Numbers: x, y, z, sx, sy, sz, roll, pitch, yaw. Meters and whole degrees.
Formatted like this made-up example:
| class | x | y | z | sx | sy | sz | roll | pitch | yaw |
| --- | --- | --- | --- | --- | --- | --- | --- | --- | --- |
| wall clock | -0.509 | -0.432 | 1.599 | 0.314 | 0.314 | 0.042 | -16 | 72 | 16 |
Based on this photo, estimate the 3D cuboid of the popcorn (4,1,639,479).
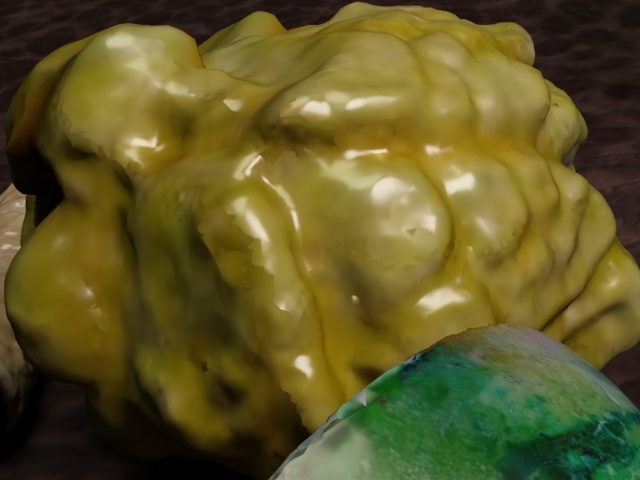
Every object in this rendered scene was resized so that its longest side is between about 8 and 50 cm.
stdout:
| class | x | y | z | sx | sy | sz | roll | pitch | yaw |
| --- | --- | --- | --- | --- | --- | --- | --- | --- | --- |
| popcorn | 0.000 | 0.000 | 0.625 | 0.255 | 0.195 | 0.256 | 0 | 27 | -1 |

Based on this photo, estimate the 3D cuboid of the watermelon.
| class | x | y | z | sx | sy | sz | roll | pitch | yaw |
| --- | --- | --- | --- | --- | --- | --- | --- | --- | --- |
| watermelon | 0.079 | 0.111 | 0.472 | 0.146 | 0.128 | 0.231 | 32 | 44 | 30 |

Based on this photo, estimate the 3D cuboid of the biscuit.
| class | x | y | z | sx | sy | sz | roll | pitch | yaw |
| --- | --- | --- | --- | --- | --- | --- | --- | --- | --- |
| biscuit | -0.147 | 0.027 | 0.761 | 0.061 | 0.055 | 0.219 | -2 | 28 | 4 |
